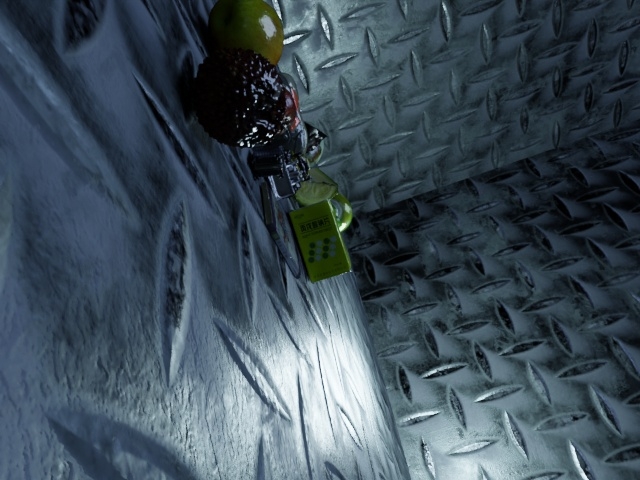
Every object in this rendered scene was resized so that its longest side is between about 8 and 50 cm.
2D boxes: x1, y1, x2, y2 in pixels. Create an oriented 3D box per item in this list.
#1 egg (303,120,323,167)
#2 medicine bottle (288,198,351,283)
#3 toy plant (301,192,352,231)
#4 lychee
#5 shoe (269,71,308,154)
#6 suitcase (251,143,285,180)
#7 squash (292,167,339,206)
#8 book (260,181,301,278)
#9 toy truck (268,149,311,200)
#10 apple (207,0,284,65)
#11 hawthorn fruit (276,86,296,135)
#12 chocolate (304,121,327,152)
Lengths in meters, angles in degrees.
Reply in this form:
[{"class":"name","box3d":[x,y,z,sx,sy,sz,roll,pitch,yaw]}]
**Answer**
[{"class":"egg","box3d":[-0.071,-0.372,2.084,0.169,0.169,0.231,65,20,-50]},{"class":"medicine bottle","box3d":[0.000,0.000,1.695,0.141,0.137,0.250,-39,112,-84]},{"class":"toy plant","box3d":[0.015,-0.126,2.151,0.224,0.184,0.316,46,8,12]},{"class":"lychee","box3d":[-0.152,-0.263,0.960,0.188,0.188,0.188,-19,90,-84]},{"class":"shoe","box3d":[-0.142,-0.390,1.705,0.171,0.132,0.337,-8,90,-63]},{"class":"suitcase","box3d":[-0.134,-0.203,1.346,0.126,0.086,0.059,-96,-179,-64]},{"class":"squash","box3d":[-0.066,-0.207,1.955,0.289,0.203,0.111,-133,-125,-60]},{"class":"book","box3d":[-0.100,-0.025,1.384,0.231,0.026,0.158,66,8,-47]},{"class":"toy truck","box3d":[-0.094,-0.205,1.583,0.286,0.111,0.136,-69,142,-72]},{"class":"apple","box3d":[-0.191,-0.521,1.329,0.196,0.195,0.196,-19,90,-84]},{"class":"hawthorn fruit","box3d":[-0.165,-0.397,1.492,0.203,0.162,0.162,54,1,16]},{"class":"chocolate","box3d":[-0.118,-0.352,1.904,0.177,0.206,0.224,-65,163,4]}]
